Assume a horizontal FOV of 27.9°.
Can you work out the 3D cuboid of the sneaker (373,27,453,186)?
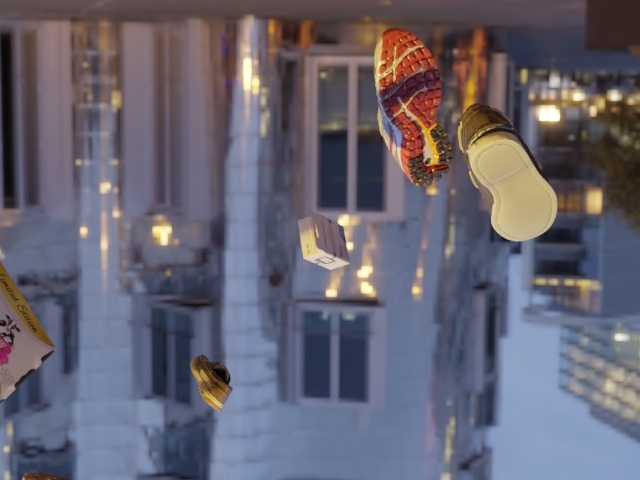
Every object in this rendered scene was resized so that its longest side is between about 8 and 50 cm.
[{"bbox_3d":[0.102,-0.174,1.655,0.088,0.225,0.093,-26,-139,-15],"label":"sneaker"}]

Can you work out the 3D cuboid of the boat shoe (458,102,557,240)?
[{"bbox_3d":[0.216,-0.077,1.487,0.081,0.068,0.227,-24,146,8],"label":"boat shoe"}]

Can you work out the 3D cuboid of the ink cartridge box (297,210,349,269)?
[{"bbox_3d":[0.000,0.000,1.475,0.028,0.048,0.083,-18,159,23],"label":"ink cartridge box"}]

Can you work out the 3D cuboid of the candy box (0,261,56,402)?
[{"bbox_3d":[-0.426,0.132,1.448,0.071,0.159,0.233,-12,-155,38],"label":"candy box"}]

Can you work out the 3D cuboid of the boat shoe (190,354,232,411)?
[{"bbox_3d":[-0.164,0.215,2.010,0.049,0.056,0.152,-41,-153,3],"label":"boat shoe"}]

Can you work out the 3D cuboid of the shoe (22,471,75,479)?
[{"bbox_3d":[-0.236,0.311,1.460,0.219,0.058,0.076,15,177,-19],"label":"shoe"}]
